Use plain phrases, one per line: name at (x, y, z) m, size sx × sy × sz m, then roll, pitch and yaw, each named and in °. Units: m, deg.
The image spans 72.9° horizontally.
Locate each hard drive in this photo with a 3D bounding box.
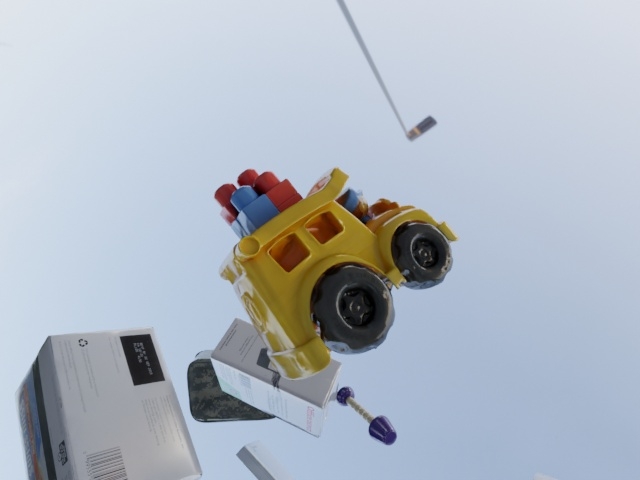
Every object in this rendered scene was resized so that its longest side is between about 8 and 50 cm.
hard drive at (-0.104, 0.772, 1.343) m, size 0.353 × 0.233 × 0.047 m, roll 39°, pitch -104°, yaw 17°

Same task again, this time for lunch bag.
lunch bag at (-0.252, 0.439, 1.409) m, size 0.305 × 0.256 × 0.213 m, roll -4°, pitch -84°, yaw -1°

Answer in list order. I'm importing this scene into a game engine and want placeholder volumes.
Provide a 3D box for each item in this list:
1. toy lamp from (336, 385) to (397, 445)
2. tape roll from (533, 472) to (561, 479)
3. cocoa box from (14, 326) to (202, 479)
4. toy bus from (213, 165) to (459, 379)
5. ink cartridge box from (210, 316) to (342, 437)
toy lamp at (0.145, 0.555, 1.375) m, size 0.080 × 0.080 × 0.274 m, roll -59°, pitch -155°, yaw -6°
tape roll at (0.507, 0.676, 0.951) m, size 0.100 × 0.286 × 0.286 m, roll 5°, pitch -109°, yaw 33°
cocoa box at (-0.440, 0.387, 0.878) m, size 0.228 × 0.231 × 0.347 m, roll -47°, pitch -122°, yaw 26°
toy bus at (0.000, 0.000, 0.454) m, size 0.220 × 0.149 × 0.211 m, roll -35°, pitch -92°, yaw -27°
ink cartridge box at (-0.098, 0.320, 1.004) m, size 0.272 × 0.198 × 0.115 m, roll 20°, pitch -129°, yaw 14°
